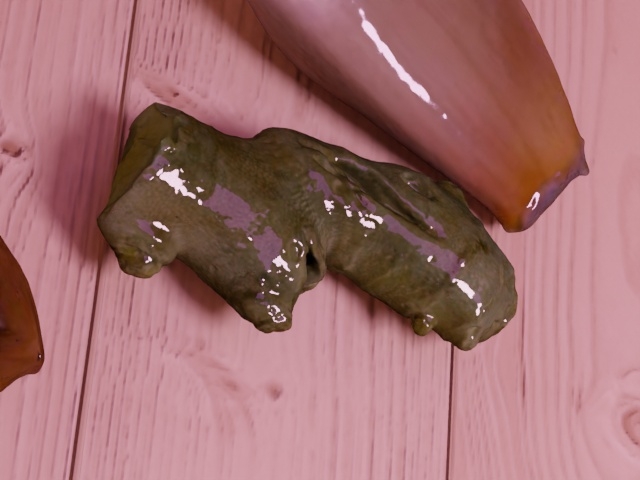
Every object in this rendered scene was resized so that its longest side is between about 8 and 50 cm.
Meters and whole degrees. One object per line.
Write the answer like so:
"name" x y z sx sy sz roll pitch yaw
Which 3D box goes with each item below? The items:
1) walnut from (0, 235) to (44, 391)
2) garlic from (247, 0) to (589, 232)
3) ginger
"walnut" -0.259 0.013 1.031 0.245 0.137 0.137 24 58 -17
"garlic" 0.062 -0.137 1.293 0.318 0.112 0.143 41 62 -14
"ginger" -0.005 -0.001 1.213 0.290 0.089 0.137 9 45 -31
